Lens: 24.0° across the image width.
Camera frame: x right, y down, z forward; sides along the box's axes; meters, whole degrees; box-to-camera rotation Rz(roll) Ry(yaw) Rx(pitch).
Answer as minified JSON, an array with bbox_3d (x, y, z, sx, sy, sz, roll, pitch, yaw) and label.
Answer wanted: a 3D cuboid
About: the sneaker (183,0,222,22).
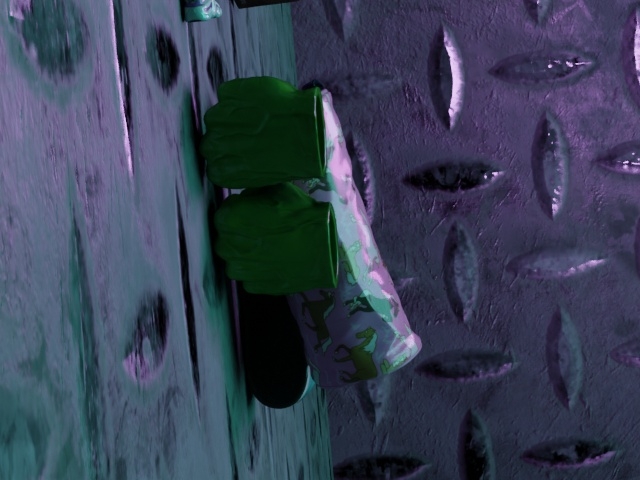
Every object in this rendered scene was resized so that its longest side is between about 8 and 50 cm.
[{"bbox_3d":[-0.135,-0.285,1.708,0.098,0.038,0.069,-84,169,-78],"label":"sneaker"}]

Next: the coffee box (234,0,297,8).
[{"bbox_3d":[-0.095,-0.486,2.248,0.141,0.098,0.246,45,39,-82],"label":"coffee box"}]

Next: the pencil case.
[{"bbox_3d":[0.000,0.000,1.910,0.167,0.160,0.386,-34,107,-51],"label":"pencil case"}]

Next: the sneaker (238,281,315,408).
[{"bbox_3d":[-0.040,0.082,2.089,0.178,0.124,0.295,29,63,-81],"label":"sneaker"}]

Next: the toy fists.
[{"bbox_3d":[-0.060,-0.062,1.750,0.096,0.142,0.279,-79,165,-58],"label":"toy fists"}]
